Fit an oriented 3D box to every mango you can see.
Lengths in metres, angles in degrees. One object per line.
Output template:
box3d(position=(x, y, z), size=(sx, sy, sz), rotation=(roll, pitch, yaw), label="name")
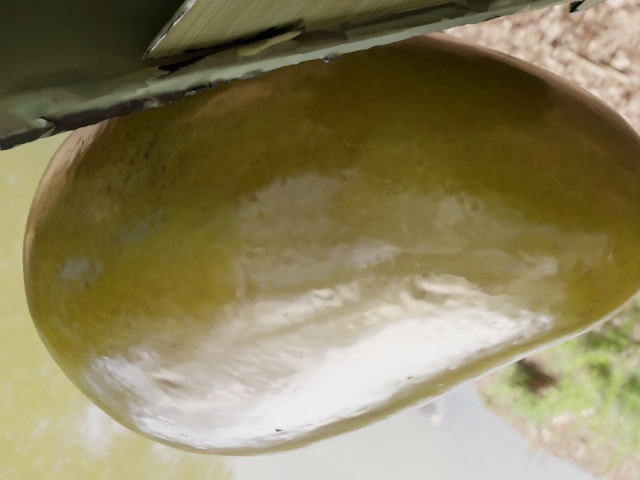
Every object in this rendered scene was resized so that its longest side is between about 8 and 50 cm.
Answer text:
box3d(position=(0.000, 0.000, 0.721), size=(0.317, 0.173, 0.211), rotation=(-17, 142, 41), label="mango")

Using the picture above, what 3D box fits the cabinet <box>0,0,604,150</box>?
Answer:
box3d(position=(0.027, -0.216, 0.477), size=(0.290, 0.318, 0.227), rotation=(-40, 75, 44), label="cabinet")
